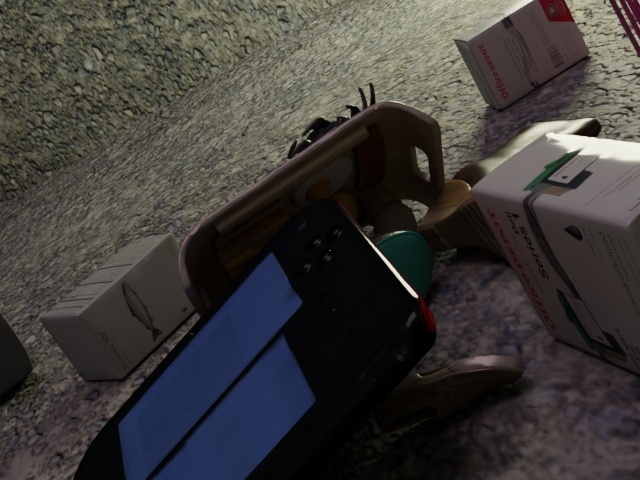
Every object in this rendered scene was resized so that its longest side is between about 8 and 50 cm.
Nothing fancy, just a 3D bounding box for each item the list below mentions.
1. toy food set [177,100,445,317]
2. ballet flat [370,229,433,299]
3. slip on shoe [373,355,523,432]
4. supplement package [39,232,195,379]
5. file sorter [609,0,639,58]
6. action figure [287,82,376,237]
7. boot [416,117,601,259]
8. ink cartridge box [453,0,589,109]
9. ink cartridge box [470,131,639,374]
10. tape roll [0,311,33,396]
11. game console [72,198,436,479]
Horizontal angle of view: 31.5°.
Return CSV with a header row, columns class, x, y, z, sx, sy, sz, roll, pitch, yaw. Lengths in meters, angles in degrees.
class,x,y,z,sx,sy,sz,roll,pitch,yaw
toy food set,0.000,0.000,1.219,0.306,0.092,0.220,-35,-23,-7
ballet flat,0.020,0.085,1.092,0.096,0.095,0.280,-25,18,38
slip on shoe,0.104,0.127,0.938,0.135,0.051,0.041,-14,64,21
supplement package,-0.251,0.086,1.473,0.105,0.105,0.179,-8,30,48
file sorter,0.442,-0.343,1.361,0.182,0.202,0.290,-23,20,25
action figure,0.004,-0.058,1.409,0.275,0.141,0.164,-50,20,-8
boot,0.224,-0.069,1.164,0.207,0.090,0.248,-42,18,-24
ink cartridge box,0.274,-0.265,1.555,0.150,0.109,0.063,-32,20,-3
ink cartridge box,0.228,0.012,0.851,0.092,0.160,0.219,-35,18,-12
tape roll,-0.497,0.120,1.583,0.072,0.219,0.219,-40,21,-25
game console,-0.080,0.146,0.972,0.386,0.060,0.342,-49,17,5
